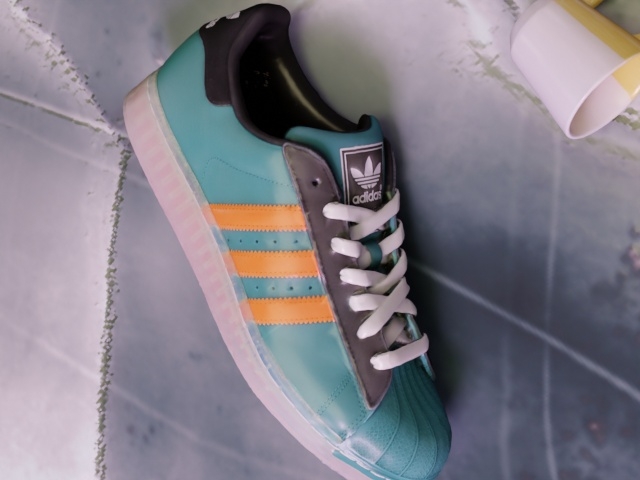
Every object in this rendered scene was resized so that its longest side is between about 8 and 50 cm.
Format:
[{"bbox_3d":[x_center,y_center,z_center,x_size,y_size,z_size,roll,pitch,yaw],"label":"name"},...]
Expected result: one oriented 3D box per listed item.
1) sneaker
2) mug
[{"bbox_3d":[0.000,0.000,0.759,0.121,0.108,0.302,-39,78,32],"label":"sneaker"},{"bbox_3d":[0.140,-0.101,0.704,0.064,0.078,0.062,50,150,23],"label":"mug"}]
